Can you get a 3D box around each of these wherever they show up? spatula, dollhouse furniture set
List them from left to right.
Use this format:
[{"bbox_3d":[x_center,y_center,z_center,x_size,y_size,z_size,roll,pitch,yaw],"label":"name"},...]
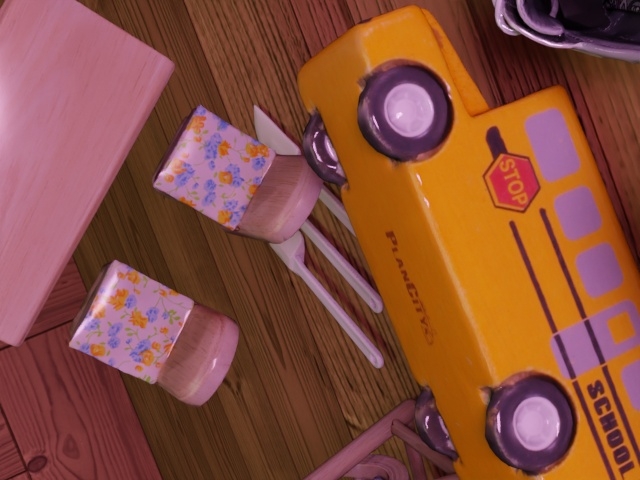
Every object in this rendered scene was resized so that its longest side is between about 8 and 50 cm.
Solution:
[{"bbox_3d":[-0.145,-0.127,0.703,0.362,0.394,0.256,30,172,-22],"label":"dollhouse furniture set"},{"bbox_3d":[0.000,0.000,1.025,0.242,0.019,0.168,47,146,40],"label":"spatula"}]

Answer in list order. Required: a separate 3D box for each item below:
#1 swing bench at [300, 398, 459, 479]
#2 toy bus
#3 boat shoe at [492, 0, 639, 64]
[{"bbox_3d":[0.037,0.313,0.916,0.165,0.255,0.253,25,134,60],"label":"swing bench"},{"bbox_3d":[0.106,0.028,0.635,0.332,0.130,0.108,68,160,-2],"label":"toy bus"},{"bbox_3d":[0.122,-0.127,0.510,0.227,0.081,0.079,32,139,56],"label":"boat shoe"}]
